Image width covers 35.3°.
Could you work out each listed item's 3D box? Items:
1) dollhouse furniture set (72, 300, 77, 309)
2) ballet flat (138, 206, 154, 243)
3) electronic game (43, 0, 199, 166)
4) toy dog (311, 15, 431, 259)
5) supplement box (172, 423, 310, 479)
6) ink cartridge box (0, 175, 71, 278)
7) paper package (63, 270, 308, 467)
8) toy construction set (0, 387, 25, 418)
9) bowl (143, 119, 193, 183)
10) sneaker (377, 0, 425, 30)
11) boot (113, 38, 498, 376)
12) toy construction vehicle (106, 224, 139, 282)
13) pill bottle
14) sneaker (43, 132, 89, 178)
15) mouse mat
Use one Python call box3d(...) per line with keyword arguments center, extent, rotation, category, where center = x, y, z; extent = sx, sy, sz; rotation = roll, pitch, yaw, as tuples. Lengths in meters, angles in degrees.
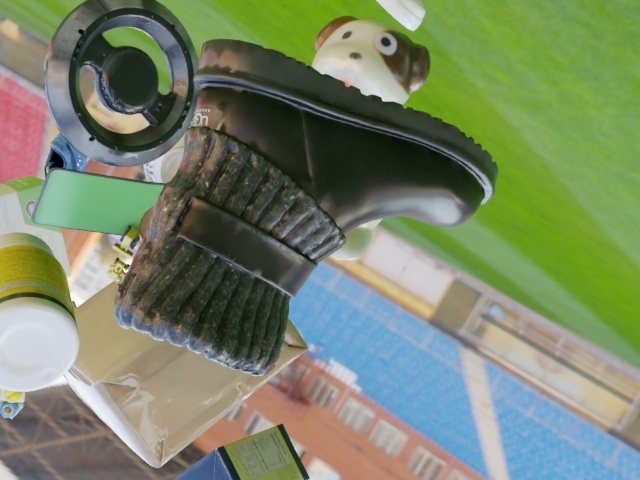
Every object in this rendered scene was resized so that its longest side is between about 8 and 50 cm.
box3d(center=(-0.488, 0.115, 1.812), extent=(0.101, 0.161, 0.182), rotation=(3, -133, -45), category="dollhouse furniture set")
box3d(center=(-0.131, 0.017, 1.204), extent=(0.342, 0.124, 0.116), rotation=(-2, 138, 44), category="ballet flat")
box3d(center=(-0.257, -0.211, 1.330), extent=(0.229, 0.229, 0.048), rotation=(30, 169, -41), category="electronic game")
box3d(center=(0.067, -0.222, 1.950), extent=(0.284, 0.408, 0.395), rotation=(31, -148, 24), category="toy dog")
box3d(center=(-0.072, 0.213, 0.890), extent=(0.083, 0.083, 0.056), rotation=(-10, -114, -48), category="supplement box")
box3d(center=(-0.680, 0.021, 1.925), extent=(0.353, 0.207, 0.119), rotation=(-19, -159, -30), category="ink cartridge box")
box3d(center=(-0.234, 0.152, 1.559), extent=(0.325, 0.309, 0.168), rotation=(17, 140, 60), category="paper package")
box3d(center=(-0.721, 0.272, 1.860), extent=(0.327, 0.215, 0.151), rotation=(33, -175, 6), category="toy construction set")
box3d(center=(-0.194, -0.108, 1.502), extent=(0.170, 0.170, 0.080), rotation=(30, -163, 0), category="bowl")
box3d(center=(0.118, -0.485, 1.583), extent=(0.293, 0.169, 0.108), rotation=(59, -159, 19), category="sneaker")
box3d(center=(-0.003, 0.000, 0.904), extent=(0.347, 0.260, 0.131), rotation=(18, 172, -32), category="boot")
box3d(center=(-0.274, 0.040, 1.481), extent=(0.086, 0.098, 0.035), rotation=(35, -149, -5), category="toy construction vehicle")
box3d(center=(-0.360, 0.077, 1.211), extent=(0.119, 0.119, 0.208), rotation=(30, -167, -30), category="pill bottle")
box3d(center=(-0.441, -0.099, 1.709), extent=(0.069, 0.209, 0.082), rotation=(34, -137, 16), category="sneaker")
box3d(center=(-0.302, -0.050, 1.424), extent=(0.189, 0.007, 0.152), rotation=(7, 148, -24), category="mouse mat")
